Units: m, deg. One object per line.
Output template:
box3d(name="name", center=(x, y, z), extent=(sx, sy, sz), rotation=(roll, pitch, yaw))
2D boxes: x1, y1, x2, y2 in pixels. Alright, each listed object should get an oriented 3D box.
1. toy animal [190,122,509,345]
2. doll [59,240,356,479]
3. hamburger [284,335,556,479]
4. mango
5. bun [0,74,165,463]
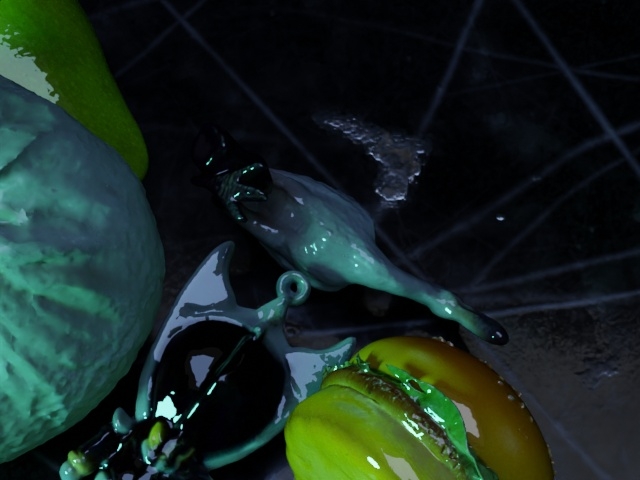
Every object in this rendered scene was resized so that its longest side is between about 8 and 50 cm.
box3d(name="toy animal", center=(0.006, 0.001, 1.710), extent=(0.324, 0.195, 0.090), rotation=(32, 96, -19))
box3d(name="doll", center=(-0.106, 0.155, 1.627), extent=(0.145, 0.103, 0.316), rotation=(30, 71, 26))
box3d(name="hamburger", center=(0.097, 0.186, 1.555), extent=(0.246, 0.246, 0.170), rotation=(42, 65, 17))
box3d(name="mango", center=(-0.292, -0.160, 1.754), extent=(0.192, 0.156, 0.343), rotation=(-43, 76, -12))
box3d(name="bun", center=(-0.315, 0.024, 1.580), extent=(0.362, 0.211, 0.362), rotation=(0, 84, 3))
